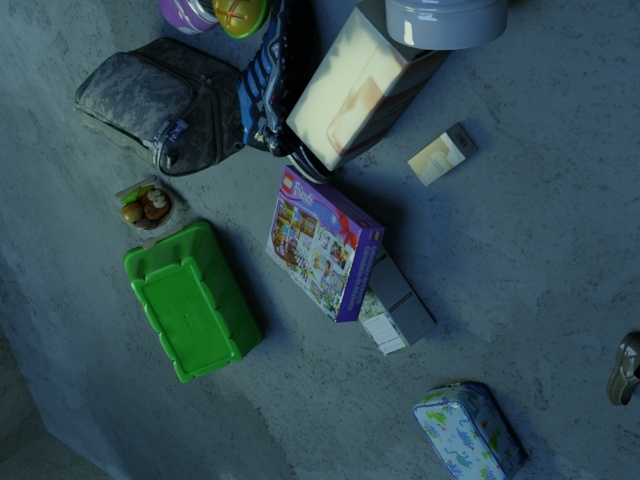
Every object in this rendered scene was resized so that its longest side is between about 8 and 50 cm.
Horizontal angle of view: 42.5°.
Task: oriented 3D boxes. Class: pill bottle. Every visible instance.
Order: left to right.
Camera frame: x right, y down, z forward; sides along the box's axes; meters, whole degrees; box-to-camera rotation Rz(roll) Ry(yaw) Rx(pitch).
[{"bbox_3d":[0.165,-0.452,1.081,0.204,0.204,0.361,23,133,34],"label":"pill bottle"}]

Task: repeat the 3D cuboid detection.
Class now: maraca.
[{"bbox_3d":[-0.148,-0.461,1.505,0.127,0.099,0.186,-15,83,36],"label":"maraca"}]

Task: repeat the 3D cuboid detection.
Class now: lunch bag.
[{"bbox_3d":[-0.332,-0.266,1.719,0.305,0.256,0.212,29,137,28],"label":"lunch bag"},{"bbox_3d":[0.302,0.401,1.702,0.176,0.090,0.219,-25,99,52],"label":"lunch bag"}]

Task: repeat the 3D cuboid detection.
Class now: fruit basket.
[{"bbox_3d":[-0.338,0.149,2.117,0.392,0.283,0.392,-23,-90,-86],"label":"fruit basket"}]

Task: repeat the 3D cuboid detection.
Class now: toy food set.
[{"bbox_3d":[-0.428,-0.080,2.043,0.192,0.132,0.038,55,168,27],"label":"toy food set"}]

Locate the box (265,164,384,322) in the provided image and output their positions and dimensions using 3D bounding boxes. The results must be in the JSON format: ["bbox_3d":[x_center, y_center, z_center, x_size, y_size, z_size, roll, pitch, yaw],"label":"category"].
[{"bbox_3d":[0.000,0.000,1.613,0.293,0.057,0.201,43,126,47],"label":"box"}]

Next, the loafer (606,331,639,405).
[{"bbox_3d":[0.513,0.221,1.362,0.050,0.056,0.148,28,137,39],"label":"loafer"}]

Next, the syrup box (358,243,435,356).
[{"bbox_3d":[0.116,0.106,1.663,0.237,0.096,0.093,57,142,0],"label":"syrup box"}]

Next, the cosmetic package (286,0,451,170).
[{"bbox_3d":[0.081,-0.265,1.364,0.129,0.153,0.296,50,144,7],"label":"cosmetic package"}]

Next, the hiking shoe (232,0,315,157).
[{"bbox_3d":[-0.096,-0.306,1.480,0.132,0.113,0.304,14,102,27],"label":"hiking shoe"}]

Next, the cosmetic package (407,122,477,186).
[{"bbox_3d":[0.207,-0.146,1.412,0.060,0.041,0.115,52,143,1],"label":"cosmetic package"}]

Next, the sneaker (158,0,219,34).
[{"bbox_3d":[-0.302,-0.532,1.609,0.161,0.102,0.282,-10,111,53],"label":"sneaker"}]

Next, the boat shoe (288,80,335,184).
[{"bbox_3d":[-0.033,-0.216,1.579,0.079,0.084,0.233,-18,100,50],"label":"boat shoe"}]
